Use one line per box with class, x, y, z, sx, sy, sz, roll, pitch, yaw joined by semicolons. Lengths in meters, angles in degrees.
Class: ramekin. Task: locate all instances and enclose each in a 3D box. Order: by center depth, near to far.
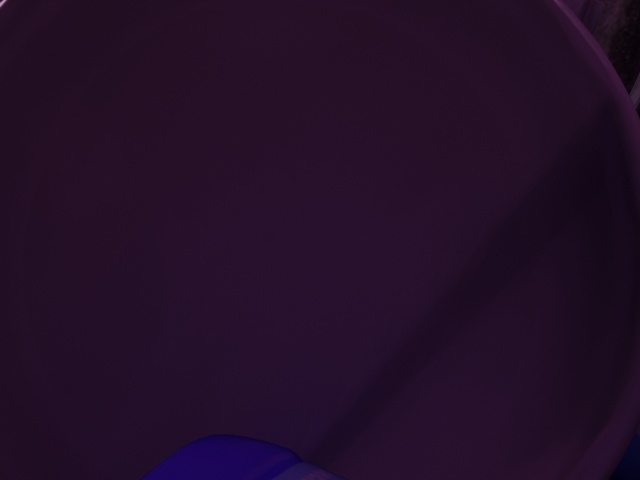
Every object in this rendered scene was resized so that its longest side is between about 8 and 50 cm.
ramekin;-0.009;0.009;0.703;0.273;0.273;0.127;22;1;5

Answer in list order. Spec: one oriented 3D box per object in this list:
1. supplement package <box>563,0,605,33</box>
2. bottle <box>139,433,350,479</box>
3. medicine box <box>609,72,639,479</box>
supplement package;0.018;-0.018;0.878;0.145;0.262;0.204;22;9;8
bottle;0.067;0.152;0.551;0.283;0.092;0.118;23;11;14
medicine box;0.212;0.000;0.969;0.149;0.289;0.263;24;-2;5
